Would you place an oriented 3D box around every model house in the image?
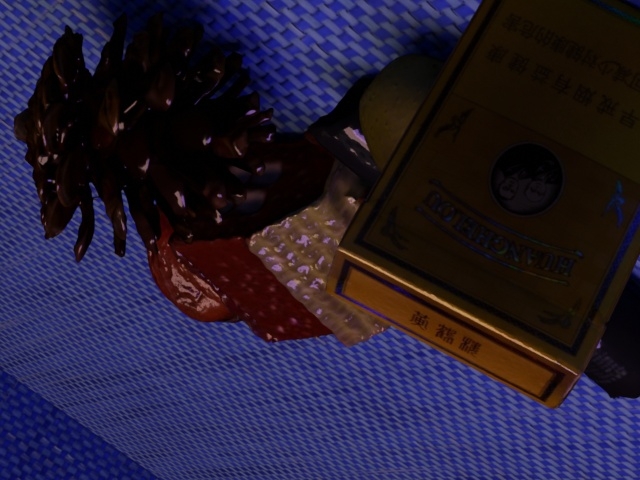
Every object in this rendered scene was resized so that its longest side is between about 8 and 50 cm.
[{"bbox_3d":[0.000,0.000,1.618,0.254,0.160,0.196,-2,140,49],"label":"model house"}]

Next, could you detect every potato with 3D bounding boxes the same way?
[{"bbox_3d":[0.145,-0.067,1.343,0.248,0.143,0.169,37,161,6],"label":"potato"}]

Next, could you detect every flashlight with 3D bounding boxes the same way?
[{"bbox_3d":[0.170,-0.001,1.492,0.424,0.103,0.103,39,155,-16],"label":"flashlight"}]

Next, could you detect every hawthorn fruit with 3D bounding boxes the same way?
[{"bbox_3d":[-0.122,0.010,1.782,0.173,0.173,0.179,24,157,14],"label":"hawthorn fruit"}]

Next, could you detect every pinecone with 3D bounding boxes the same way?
[{"bbox_3d":[-0.170,-0.109,1.513,0.264,0.264,0.264,25,156,12],"label":"pinecone"}]

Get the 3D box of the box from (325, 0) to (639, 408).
[{"bbox_3d":[0.157,-0.051,1.147,0.193,0.301,0.084,27,154,8],"label":"box"}]
